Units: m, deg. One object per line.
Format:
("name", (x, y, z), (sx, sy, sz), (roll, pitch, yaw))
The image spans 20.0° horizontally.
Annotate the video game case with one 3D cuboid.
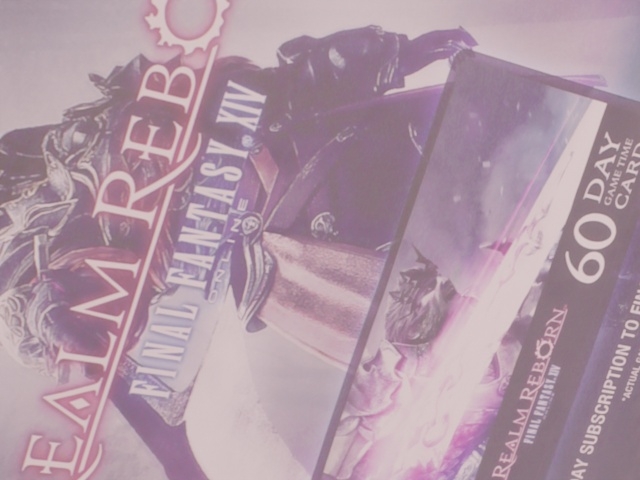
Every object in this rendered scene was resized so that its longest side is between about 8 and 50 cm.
("video game case", (0.000, 0.000, 0.410), (0.274, 0.026, 0.196), (12, 101, -37))
